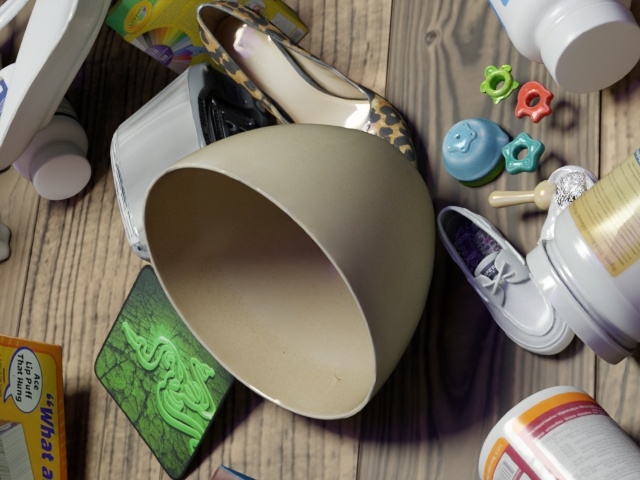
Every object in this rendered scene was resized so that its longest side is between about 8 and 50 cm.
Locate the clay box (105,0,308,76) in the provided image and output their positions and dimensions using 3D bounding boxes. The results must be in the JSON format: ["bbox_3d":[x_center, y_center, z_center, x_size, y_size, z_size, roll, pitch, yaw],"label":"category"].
[{"bbox_3d":[-0.127,-0.240,1.824,0.127,0.222,0.053,-44,51,12],"label":"clay box"}]

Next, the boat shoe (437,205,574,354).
[{"bbox_3d":[0.166,0.031,1.566,0.066,0.063,0.184,-42,49,14],"label":"boat shoe"}]

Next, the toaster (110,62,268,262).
[{"bbox_3d":[-0.130,-0.064,1.806,0.146,0.129,0.227,-30,60,28],"label":"toaster"}]

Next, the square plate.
[{"bbox_3d":[-0.271,-0.279,1.884,0.347,0.049,0.344,133,152,-54],"label":"square plate"}]

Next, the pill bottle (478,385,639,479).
[{"bbox_3d":[0.234,0.228,1.377,0.121,0.121,0.221,-48,48,9],"label":"pill bottle"}]

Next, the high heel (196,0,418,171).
[{"bbox_3d":[-0.020,-0.149,1.718,0.093,0.186,0.261,-53,47,5],"label":"high heel"}]

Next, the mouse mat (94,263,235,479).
[{"bbox_3d":[-0.165,0.136,1.771,0.190,0.007,0.152,46,119,35],"label":"mouse mat"}]

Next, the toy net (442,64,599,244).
[{"bbox_3d":[0.207,-0.069,1.601,0.122,0.045,0.232,-50,49,5],"label":"toy net"}]

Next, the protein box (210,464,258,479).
[{"bbox_3d":[0.006,0.314,1.460,0.201,0.200,0.136,24,84,43],"label":"protein box"}]

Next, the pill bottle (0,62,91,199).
[{"bbox_3d":[-0.330,-0.128,2.015,0.094,0.094,0.169,-42,49,14],"label":"pill bottle"}]

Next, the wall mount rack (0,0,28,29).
[{"bbox_3d":[-0.518,-0.254,2.155,0.350,0.130,0.304,-40,19,13],"label":"wall mount rack"}]

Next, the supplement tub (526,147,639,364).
[{"bbox_3d":[0.288,-0.003,1.432,0.199,0.144,0.144,-40,50,16],"label":"supplement tub"}]

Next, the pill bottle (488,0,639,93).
[{"bbox_3d":[0.221,-0.246,1.622,0.124,0.124,0.221,-37,51,18],"label":"pill bottle"}]

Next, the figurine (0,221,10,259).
[{"bbox_3d":[-0.441,-0.088,1.994,0.092,0.209,0.215,-10,60,7],"label":"figurine"}]

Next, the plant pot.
[{"bbox_3d":[0.000,0.000,1.607,0.284,0.284,0.191,15,44,42],"label":"plant pot"}]

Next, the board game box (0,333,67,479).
[{"bbox_3d":[-0.503,0.285,1.727,0.356,0.356,0.356,-15,71,31],"label":"board game box"}]
